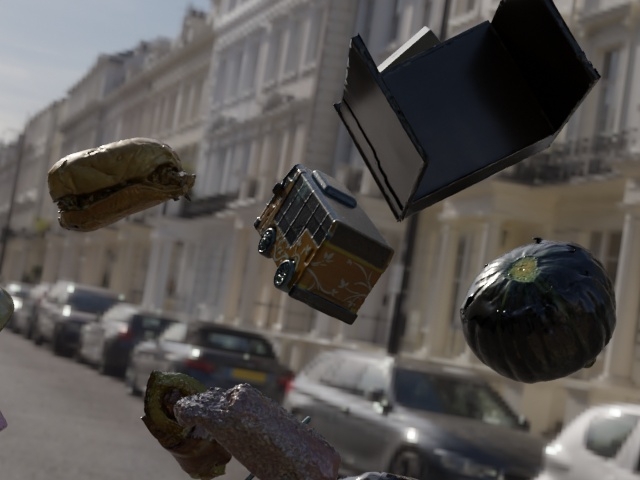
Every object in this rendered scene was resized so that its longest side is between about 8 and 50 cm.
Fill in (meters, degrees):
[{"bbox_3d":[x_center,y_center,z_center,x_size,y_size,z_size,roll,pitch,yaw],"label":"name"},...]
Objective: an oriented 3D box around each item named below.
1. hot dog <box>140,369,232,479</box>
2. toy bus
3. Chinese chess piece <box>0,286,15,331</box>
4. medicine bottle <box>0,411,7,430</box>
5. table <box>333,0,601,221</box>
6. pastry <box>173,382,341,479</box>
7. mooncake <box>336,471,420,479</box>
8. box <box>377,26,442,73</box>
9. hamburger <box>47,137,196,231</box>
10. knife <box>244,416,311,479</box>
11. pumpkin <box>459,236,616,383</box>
[{"bbox_3d":[-0.197,0.311,2.045,0.093,0.123,0.261,8,-31,34],"label":"hot dog"},{"bbox_3d":[0.000,0.000,2.422,0.162,0.194,0.323,26,15,-26],"label":"toy bus"},{"bbox_3d":[-0.529,0.122,1.944,0.051,0.122,0.122,46,-21,-22],"label":"Chinese chess piece"},{"bbox_3d":[-0.678,0.224,2.069,0.202,0.316,0.202,-31,-1,-1],"label":"medicine bottle"},{"bbox_3d":[0.175,-0.189,1.614,0.250,0.196,0.282,-26,-10,-7],"label":"table"},{"bbox_3d":[-0.081,0.284,1.806,0.265,0.112,0.103,32,25,-6],"label":"pastry"},{"bbox_3d":[0.055,0.426,1.093,0.381,0.350,0.212,35,31,10],"label":"mooncake"},{"bbox_3d":[0.151,-0.229,1.887,0.130,0.129,0.051,48,7,-17],"label":"box"},{"bbox_3d":[-0.395,-0.116,2.514,0.318,0.158,0.318,-14,3,1],"label":"hamburger"},{"bbox_3d":[-0.082,0.412,2.478,0.015,0.210,0.028,48,-41,2],"label":"knife"},{"bbox_3d":[0.412,0.149,2.332,0.296,0.296,0.296,9,-5,1],"label":"pumpkin"}]
